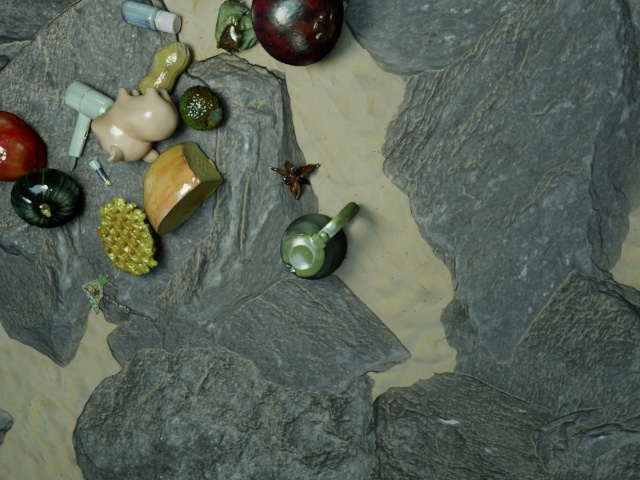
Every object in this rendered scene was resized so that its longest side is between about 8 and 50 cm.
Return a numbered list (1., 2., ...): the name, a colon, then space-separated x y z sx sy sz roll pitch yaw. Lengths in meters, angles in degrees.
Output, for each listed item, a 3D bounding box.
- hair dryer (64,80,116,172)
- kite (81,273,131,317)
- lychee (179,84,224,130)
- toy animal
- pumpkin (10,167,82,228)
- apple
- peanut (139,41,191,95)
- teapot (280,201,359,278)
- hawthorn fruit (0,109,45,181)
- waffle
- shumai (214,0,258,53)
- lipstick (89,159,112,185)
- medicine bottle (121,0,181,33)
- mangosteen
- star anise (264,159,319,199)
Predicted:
1. hair dryer: -0.922 -0.418 1.856 0.173 0.107 0.357 31 113 5
2. kite: -0.898 0.236 1.996 0.244 0.006 0.198 25 103 6
3. lychee: -0.435 -0.479 1.713 0.171 0.171 0.171 2 100 11
4. toy animal: -0.662 -0.413 1.720 0.327 0.237 0.269 3 99 25
5. pumpkin: -1.053 -0.157 1.836 0.250 0.216 0.249 -15 129 -19
6. apple: -0.533 -0.185 1.758 0.309 0.252 0.314 -37 47 14
7. peanut: -0.572 -0.613 1.740 0.117 0.101 0.263 47 109 26
8. teapot: 0.003 0.023 1.664 0.322 0.239 0.239 -16 97 12
9. hawthorn fruit: -1.211 -0.343 1.839 0.307 0.265 0.265 42 105 -7
10. waffle: -0.754 -0.014 1.846 0.302 0.068 0.324 3 108 33
11. shumai: -0.310 -0.746 1.643 0.184 0.142 0.184 2 102 8
12. lipstick: -0.873 -0.265 1.892 0.037 0.037 0.116 -31 97 14
13. medicine bottle: -0.611 -0.805 1.720 0.203 0.083 0.083 19 103 9
14. mangosteen: -0.093 -0.734 1.541 0.360 0.306 0.306 36 107 36
15. star anise: -0.111 -0.248 1.741 0.141 0.144 0.158 11 116 -37
